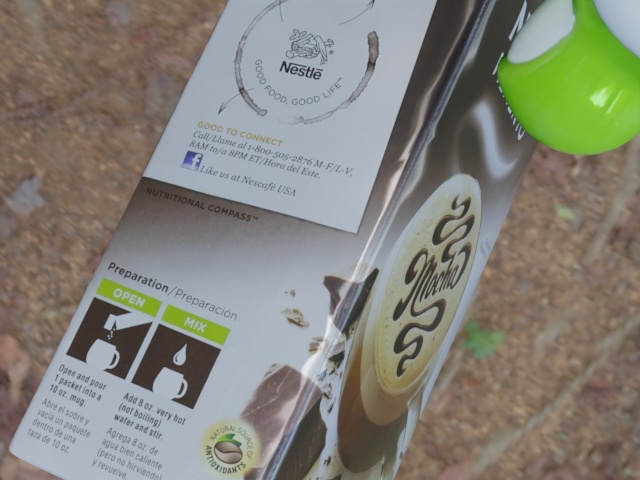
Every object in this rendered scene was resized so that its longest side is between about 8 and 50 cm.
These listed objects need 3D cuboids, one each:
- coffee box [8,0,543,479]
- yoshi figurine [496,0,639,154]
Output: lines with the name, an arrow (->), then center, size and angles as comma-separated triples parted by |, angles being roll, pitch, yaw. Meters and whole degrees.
coffee box -> 0.000, 0.000, 0.736 | 0.297, 0.119, 0.168 | -66, 158, -10
yoshi figurine -> 0.126, -0.161, 0.429 | 0.203, 0.203, 0.362 | 2, 152, -27
